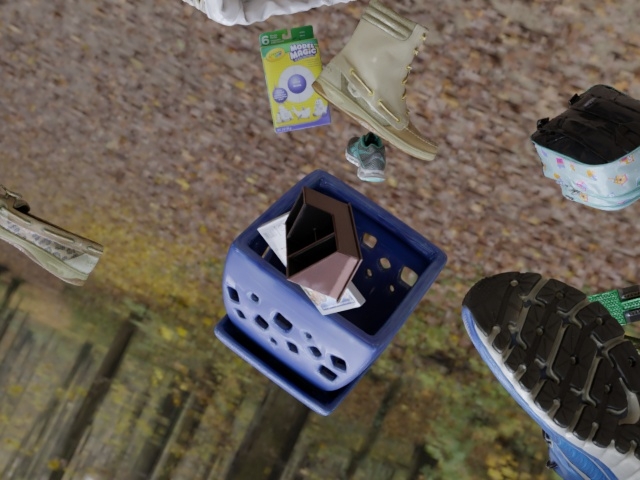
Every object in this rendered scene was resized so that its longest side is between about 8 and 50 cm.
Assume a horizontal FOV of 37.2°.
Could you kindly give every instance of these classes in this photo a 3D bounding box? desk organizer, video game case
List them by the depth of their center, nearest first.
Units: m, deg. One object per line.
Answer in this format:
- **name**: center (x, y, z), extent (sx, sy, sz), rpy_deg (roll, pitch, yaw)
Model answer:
- **desk organizer**: center (0.000, 0.000, 0.856), extent (0.050, 0.047, 0.130), rpy_deg (23, -160, -13)
- **video game case**: center (-0.011, 0.025, 1.012), extent (0.122, 0.011, 0.087), rpy_deg (53, 151, -8)

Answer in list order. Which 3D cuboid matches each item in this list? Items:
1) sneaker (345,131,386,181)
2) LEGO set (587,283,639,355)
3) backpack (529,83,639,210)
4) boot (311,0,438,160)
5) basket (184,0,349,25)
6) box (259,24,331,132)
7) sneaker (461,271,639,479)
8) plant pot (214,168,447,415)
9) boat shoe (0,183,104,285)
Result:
- **sneaker**: center (0.090, -0.169, 1.759), extent (0.065, 0.076, 0.166), rpy_deg (1, -155, -16)
- **LEGO set**: center (0.507, 0.139, 1.262), extent (0.192, 0.255, 0.331), rpy_deg (-10, 164, -25)
- **backpack**: center (0.426, -0.130, 1.396), extent (0.144, 0.166, 0.188), rpy_deg (61, 168, -24)
- **boot**: center (0.141, -0.277, 1.664), extent (0.262, 0.203, 0.095), rpy_deg (32, -174, -17)
- **basket**: center (-0.070, -0.496, 1.295), extent (0.266, 0.331, 0.328), rpy_deg (32, 133, 51)
- **box**: center (-0.046, -0.289, 1.702), extent (0.105, 0.179, 0.043), rpy_deg (-11, -170, -4)
- **sneaker**: center (0.243, 0.168, 0.893), extent (0.330, 0.130, 0.147), rpy_deg (47, 151, -7)
- **plant pot**: center (0.002, 0.081, 1.313), extent (0.236, 0.236, 0.212), rpy_deg (34, 133, 11)
- **boat shoe**: center (-0.524, -0.030, 1.719), extent (0.285, 0.089, 0.104), rpy_deg (35, -178, -2)
